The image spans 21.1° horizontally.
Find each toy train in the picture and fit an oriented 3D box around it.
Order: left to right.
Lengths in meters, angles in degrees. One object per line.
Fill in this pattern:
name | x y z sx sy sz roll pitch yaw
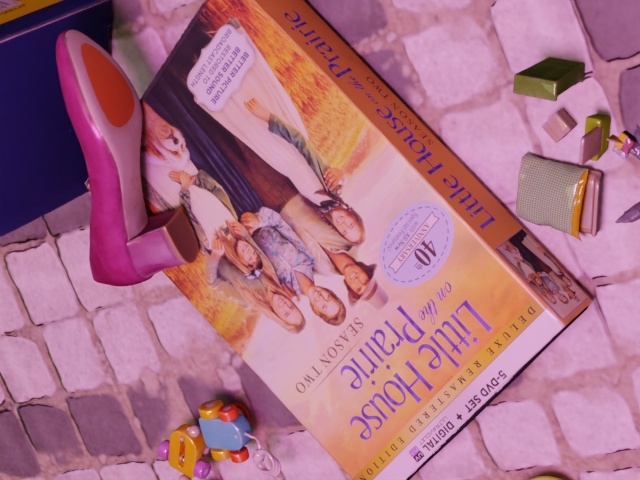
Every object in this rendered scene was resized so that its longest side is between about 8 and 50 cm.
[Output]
toy train | -0.095 0.225 1.727 0.125 0.046 0.166 46 133 7

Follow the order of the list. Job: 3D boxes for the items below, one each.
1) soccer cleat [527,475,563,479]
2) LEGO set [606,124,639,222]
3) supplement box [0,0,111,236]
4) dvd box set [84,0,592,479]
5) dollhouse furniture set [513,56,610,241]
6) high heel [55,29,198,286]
soccer cleat | 0.190 0.350 1.548 0.093 0.121 0.289 7 95 26
LEGO set | 0.376 -0.047 1.165 0.255 0.192 0.331 53 130 3
supplement box | -0.397 -0.159 1.663 0.356 0.195 0.194 18 120 27
dvd box set | 0.000 0.000 1.541 0.420 0.062 0.307 47 130 8
dollhouse furniture set | 0.185 -0.066 1.380 0.076 0.058 0.152 16 119 30
high heel | -0.208 -0.070 1.569 0.117 0.082 0.244 -15 115 30
